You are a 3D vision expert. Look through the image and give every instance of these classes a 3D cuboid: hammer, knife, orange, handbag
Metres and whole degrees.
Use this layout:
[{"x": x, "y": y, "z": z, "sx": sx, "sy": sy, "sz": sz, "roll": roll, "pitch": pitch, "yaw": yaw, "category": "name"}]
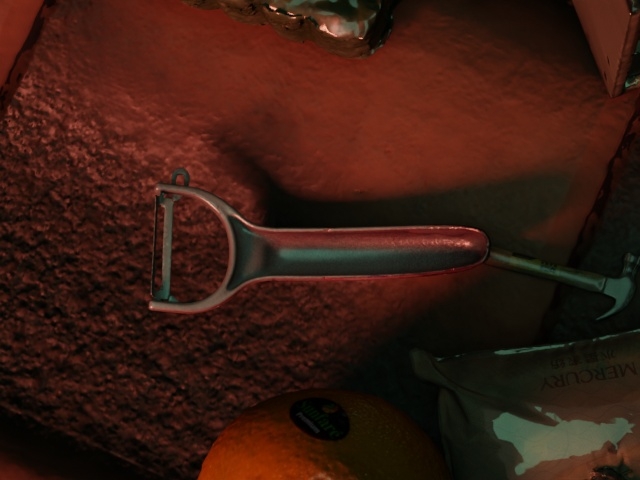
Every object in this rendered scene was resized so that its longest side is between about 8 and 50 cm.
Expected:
[{"x": 0.169, "y": 0.023, "z": 1.605, "sx": 0.182, "sy": 0.017, "sz": 0.062, "roll": 13, "pitch": 83, "yaw": 9, "category": "hammer"}, {"x": 0.001, "y": 0.000, "z": 1.604, "sx": 0.278, "sy": 0.053, "sz": 0.123, "roll": 0, "pitch": 79, "yaw": 5, "category": "knife"}, {"x": 0.003, "y": 0.209, "z": 1.505, "sx": 0.206, "sy": 0.206, "sz": 0.206, "roll": -1, "pitch": 81, "yaw": 5, "category": "orange"}, {"x": 0.215, "y": 0.155, "z": 1.534, "sx": 0.270, "sy": 0.117, "sz": 0.182, "roll": -9, "pitch": 90, "yaw": 1, "category": "handbag"}]

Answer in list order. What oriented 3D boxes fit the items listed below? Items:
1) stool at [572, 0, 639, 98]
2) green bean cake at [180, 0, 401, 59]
[{"x": 0.314, "y": -0.251, "z": 1.505, "sx": 0.243, "sy": 0.270, "sz": 0.170, "roll": -20, "pitch": 80, "yaw": 1, "category": "stool"}, {"x": -0.025, "y": -0.293, "z": 1.613, "sx": 0.255, "sy": 0.132, "sz": 0.241, "roll": 18, "pitch": 84, "yaw": 6, "category": "green bean cake"}]
